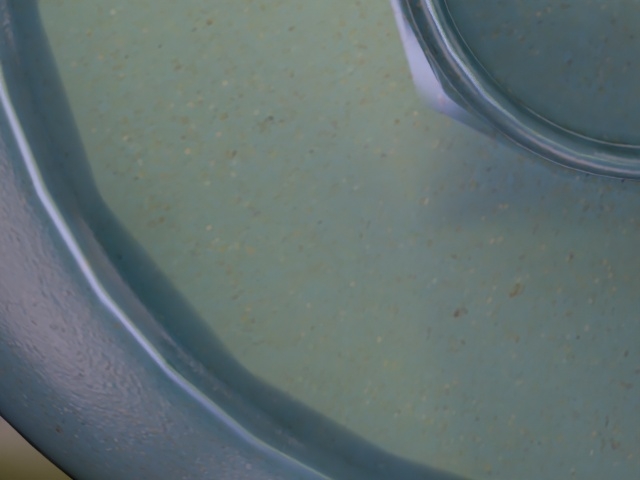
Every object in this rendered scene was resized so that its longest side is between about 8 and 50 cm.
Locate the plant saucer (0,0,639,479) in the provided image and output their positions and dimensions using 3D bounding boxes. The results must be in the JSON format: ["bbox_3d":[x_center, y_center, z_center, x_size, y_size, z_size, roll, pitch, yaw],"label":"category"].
[{"bbox_3d":[0.060,-0.065,0.345,0.318,0.043,0.317,-3,106,-10],"label":"plant saucer"}]
